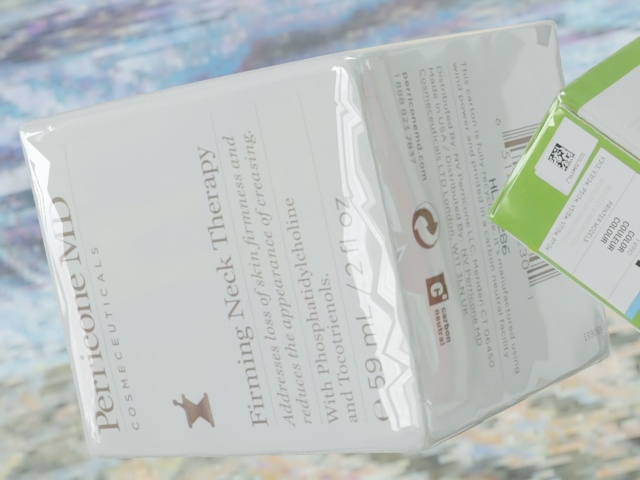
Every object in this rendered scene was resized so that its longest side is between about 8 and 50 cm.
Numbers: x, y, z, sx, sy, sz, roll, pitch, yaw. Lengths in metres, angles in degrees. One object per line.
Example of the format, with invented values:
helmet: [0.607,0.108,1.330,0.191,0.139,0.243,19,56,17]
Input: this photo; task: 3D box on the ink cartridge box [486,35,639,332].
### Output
ink cartridge box: [0.253,-0.004,0.962,0.189,0.255,0.097,-34,-23,-50]

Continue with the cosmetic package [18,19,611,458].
cosmetic package: [0.000,0.000,1.550,0.393,0.329,0.327,-8,7,39]
